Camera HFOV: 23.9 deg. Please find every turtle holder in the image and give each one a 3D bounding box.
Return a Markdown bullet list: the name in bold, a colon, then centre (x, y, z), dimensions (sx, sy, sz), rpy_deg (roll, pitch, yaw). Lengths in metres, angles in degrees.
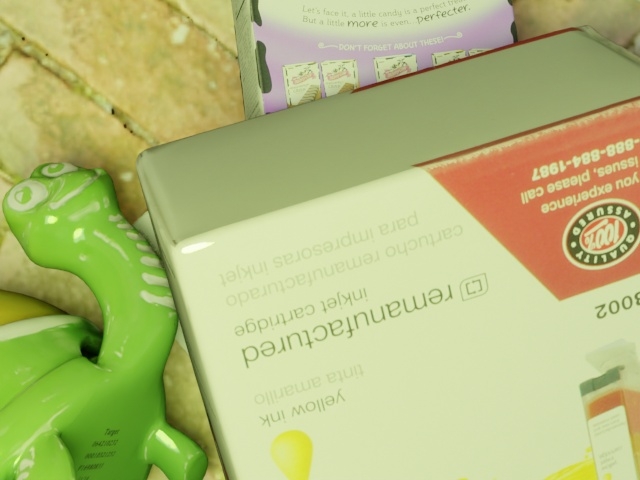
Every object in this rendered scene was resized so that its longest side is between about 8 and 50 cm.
- **turtle holder**: centre (-0.226, 0.124, 0.978), dimensions (0.227, 0.243, 0.320), rpy_deg (33, 124, 21)

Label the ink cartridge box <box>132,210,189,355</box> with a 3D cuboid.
- **ink cartridge box**: centre (0.000, 0.000, 1.024), dimensions (0.232, 0.066, 0.189), rpy_deg (-40, 88, 20)

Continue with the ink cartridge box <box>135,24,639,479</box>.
- **ink cartridge box**: centre (0.084, 0.107, 0.870), dimensions (0.279, 0.160, 0.384), rpy_deg (-18, 114, -8)

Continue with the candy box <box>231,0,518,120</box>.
- **candy box**: centre (0.031, -0.138, 0.938), dimensions (0.165, 0.070, 0.196), rpy_deg (-5, 81, -12)
